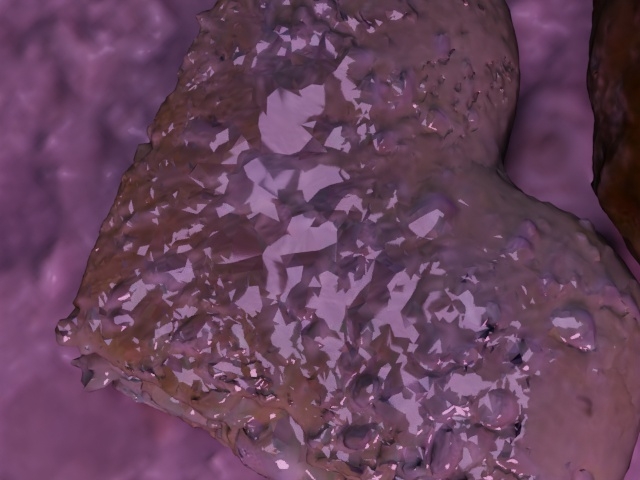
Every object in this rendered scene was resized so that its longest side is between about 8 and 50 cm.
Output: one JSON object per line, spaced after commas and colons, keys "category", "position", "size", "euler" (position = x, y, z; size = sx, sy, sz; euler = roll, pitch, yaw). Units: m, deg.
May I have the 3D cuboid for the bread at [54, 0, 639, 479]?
{"category": "bread", "position": [0.000, 0.000, 0.457], "size": [0.173, 0.064, 0.232], "euler": [-19, 72, 3]}

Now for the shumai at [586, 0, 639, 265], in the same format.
{"category": "shumai", "position": [0.190, -0.051, 0.360], "size": [0.222, 0.203, 0.271], "euler": [-23, 70, -5]}
